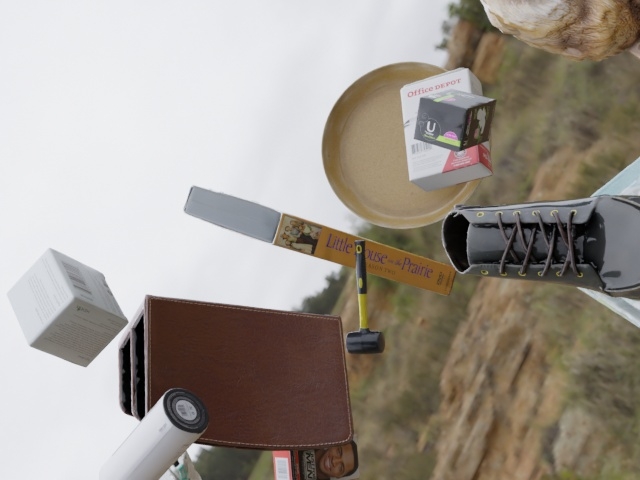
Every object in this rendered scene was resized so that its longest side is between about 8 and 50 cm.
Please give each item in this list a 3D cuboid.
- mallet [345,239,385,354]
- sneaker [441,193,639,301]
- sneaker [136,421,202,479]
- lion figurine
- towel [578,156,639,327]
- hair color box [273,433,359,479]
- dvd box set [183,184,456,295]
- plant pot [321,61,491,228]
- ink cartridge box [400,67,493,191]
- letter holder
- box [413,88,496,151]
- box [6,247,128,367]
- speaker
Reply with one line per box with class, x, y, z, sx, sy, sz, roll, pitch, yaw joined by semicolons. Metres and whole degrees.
mallet;0.078;0.095;1.698;0.039;0.062;0.189;-6;-79;-67
sneaker;0.184;0.008;0.793;0.222;0.118;0.083;180;88;-72
sneaker;-0.229;0.379;1.665;0.080;0.212;0.094;-29;3;-26
lion figurine;0.365;-0.291;1.046;0.392;0.240;0.142;-30;-41;-14
towel;0.485;-0.021;1.128;0.374;0.320;0.090;-39;-49;-8
hair color box;-0.005;0.340;1.587;0.141;0.043;0.071;-2;-95;-44
dvd box set;0.000;0.000;1.890;0.420;0.308;0.062;17;-90;-37
plant pot;0.119;-0.130;1.434;0.236;0.236;0.032;-63;-17;-1
ink cartridge box;0.164;-0.143;1.347;0.056;0.099;0.135;26;-125;-56
letter holder;-0.123;0.220;1.480;0.152;0.302;0.214;128;142;-49
box;0.154;-0.138;1.183;0.083;0.062;0.052;-23;-54;-55
box;-0.313;0.084;1.280;0.087;0.101;0.102;-45;-40;8
speaker;-0.170;0.211;1.050;0.136;0.055;0.055;-49;-2;30
